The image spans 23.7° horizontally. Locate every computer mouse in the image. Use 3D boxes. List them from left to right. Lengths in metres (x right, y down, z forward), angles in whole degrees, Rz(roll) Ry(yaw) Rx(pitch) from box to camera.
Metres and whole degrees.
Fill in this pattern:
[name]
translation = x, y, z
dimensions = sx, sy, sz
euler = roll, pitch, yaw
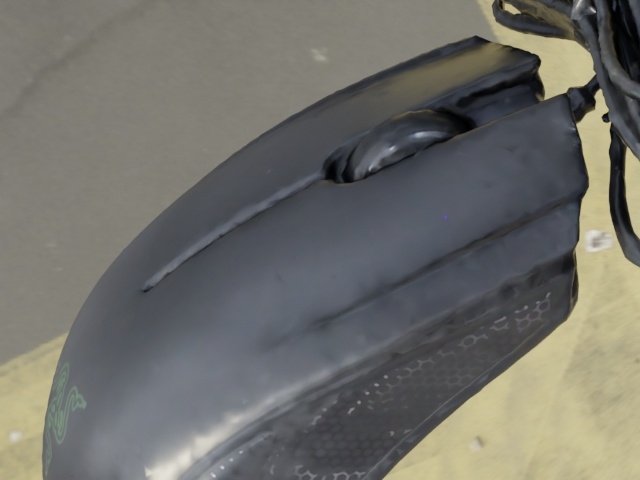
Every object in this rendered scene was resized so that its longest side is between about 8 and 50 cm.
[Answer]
[computer mouse]
translation = 0.000, 0.000, 0.448
dimensions = 0.272, 0.072, 0.188
euler = -46, 34, 12
